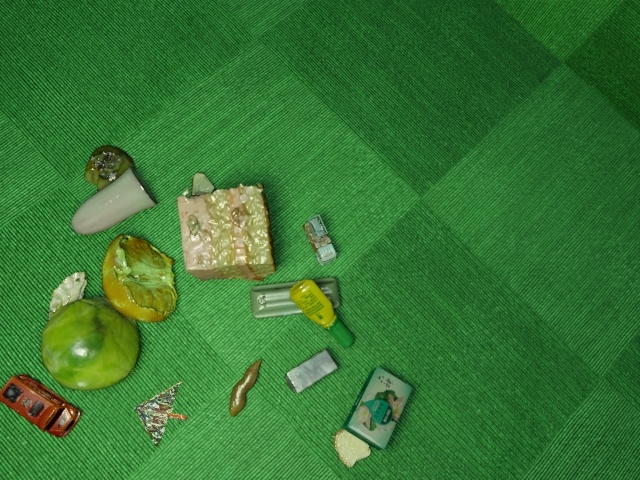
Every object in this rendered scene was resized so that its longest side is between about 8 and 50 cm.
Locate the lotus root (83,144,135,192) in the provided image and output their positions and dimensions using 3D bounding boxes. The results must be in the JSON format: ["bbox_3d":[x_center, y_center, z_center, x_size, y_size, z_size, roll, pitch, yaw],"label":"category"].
[{"bbox_3d":[-0.822,-0.281,1.918,0.184,0.078,0.203,11,76,-3],"label":"lotus root"}]

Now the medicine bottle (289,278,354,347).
[{"bbox_3d":[0.014,0.275,1.821,0.111,0.076,0.309,-33,106,24],"label":"medicine bottle"}]

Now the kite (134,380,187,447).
[{"bbox_3d":[-0.561,0.603,1.750,0.189,0.009,0.232,14,74,-2],"label":"kite"}]

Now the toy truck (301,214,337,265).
[{"bbox_3d":[0.001,0.000,1.915,0.080,0.115,0.177,-23,81,-12],"label":"toy truck"}]

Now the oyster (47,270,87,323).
[{"bbox_3d":[-0.898,0.213,1.787,0.133,0.072,0.208,-6,59,12],"label":"oyster"}]

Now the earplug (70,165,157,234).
[{"bbox_3d":[-0.784,-0.124,1.843,0.301,0.172,0.172,-34,81,-8],"label":"earplug"}]

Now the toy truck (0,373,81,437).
[{"bbox_3d":[-0.942,0.557,1.666,0.253,0.114,0.107,32,73,4],"label":"toy truck"}]

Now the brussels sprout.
[{"bbox_3d":[-0.772,0.347,1.661,0.344,0.344,0.268,45,99,6],"label":"brussels sprout"}]

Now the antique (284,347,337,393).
[{"bbox_3d":[-0.039,0.476,1.801,0.183,0.088,0.086,-29,79,-13],"label":"antique"}]

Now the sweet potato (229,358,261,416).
[{"bbox_3d":[-0.275,0.523,1.782,0.065,0.051,0.218,24,73,4],"label":"sweet potato"}]

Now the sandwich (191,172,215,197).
[{"bbox_3d":[-0.463,-0.218,1.960,0.093,0.035,0.104,-2,75,-6],"label":"sandwich"}]

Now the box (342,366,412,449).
[{"bbox_3d":[0.204,0.597,1.775,0.153,0.092,0.244,31,65,3],"label":"box"}]

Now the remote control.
[{"bbox_3d":[-0.095,0.215,1.874,0.336,0.065,0.127,-6,74,-8],"label":"remote control"}]

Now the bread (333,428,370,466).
[{"bbox_3d":[0.110,0.731,1.776,0.126,0.044,0.129,-17,74,-18],"label":"bread"}]

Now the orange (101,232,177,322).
[{"bbox_3d":[-0.645,0.135,1.736,0.196,0.262,0.334,-18,77,6],"label":"orange"}]

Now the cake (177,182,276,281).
[{"bbox_3d":[-0.325,-0.010,1.796,0.307,0.293,0.313,-8,73,-3],"label":"cake"}]
